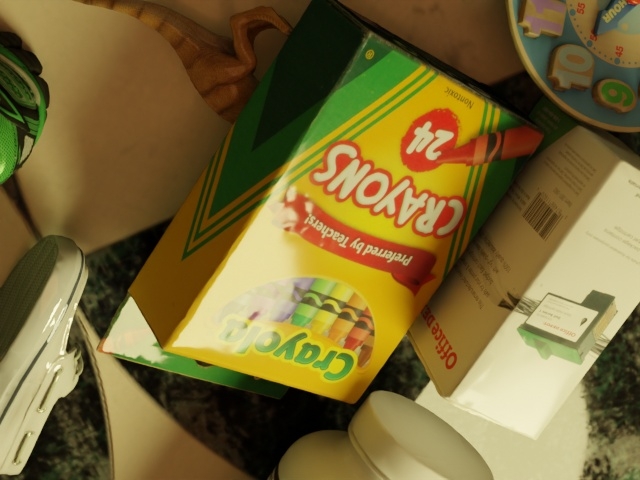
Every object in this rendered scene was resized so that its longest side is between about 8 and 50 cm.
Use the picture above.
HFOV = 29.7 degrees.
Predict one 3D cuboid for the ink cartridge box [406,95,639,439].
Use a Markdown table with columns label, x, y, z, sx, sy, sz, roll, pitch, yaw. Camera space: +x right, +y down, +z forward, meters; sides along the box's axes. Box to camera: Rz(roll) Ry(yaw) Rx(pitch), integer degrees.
| label | x | y | z | sx | sy | sz | roll | pitch | yaw |
| --- | --- | --- | --- | --- | --- | --- | --- | --- | --- |
| ink cartridge box | 0.169 | 0.019 | 0.937 | 0.092 | 0.160 | 0.219 | 27 | 106 | -20 |

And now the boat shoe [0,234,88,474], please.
| label | x | y | z | sx | sy | sz | roll | pitch | yaw |
| --- | --- | --- | --- | --- | --- | --- | --- | --- | --- |
| boat shoe | -0.225 | 0.093 | 0.945 | 0.075 | 0.083 | 0.226 | 19 | 120 | -30 |

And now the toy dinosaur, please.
| label | x | y | z | sx | sy | sz | roll | pitch | yaw |
| --- | --- | --- | --- | --- | --- | --- | --- | --- | --- |
| toy dinosaur | -0.075 | -0.131 | 0.878 | 0.112 | 0.064 | 0.211 | -39 | 114 | 8 |

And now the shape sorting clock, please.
| label | x | y | z | sx | sy | sz | roll | pitch | yaw |
| --- | --- | --- | --- | --- | --- | --- | --- | --- | --- |
| shape sorting clock | 0.231 | -0.184 | 0.900 | 0.206 | 0.040 | 0.206 | 0 | 91 | -15 |

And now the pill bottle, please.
| label | x | y | z | sx | sy | sz | roll | pitch | yaw |
| --- | --- | --- | --- | --- | --- | --- | --- | --- | --- |
| pill bottle | 0.002 | 0.289 | 1.007 | 0.181 | 0.181 | 0.323 | 30 | 104 | -21 |

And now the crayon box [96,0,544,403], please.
| label | x | y | z | sx | sy | sz | roll | pitch | yaw |
| --- | --- | --- | --- | --- | --- | --- | --- | --- | --- |
| crayon box | 0.000 | 0.000 | 0.907 | 0.202 | 0.081 | 0.318 | 21 | 110 | -41 |

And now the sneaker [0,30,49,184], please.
| label | x | y | z | sx | sy | sz | roll | pitch | yaw |
| --- | --- | --- | --- | --- | --- | --- | --- | --- | --- |
| sneaker | -0.348 | -0.121 | 0.783 | 0.343 | 0.146 | 0.134 | 13 | 110 | -15 |
